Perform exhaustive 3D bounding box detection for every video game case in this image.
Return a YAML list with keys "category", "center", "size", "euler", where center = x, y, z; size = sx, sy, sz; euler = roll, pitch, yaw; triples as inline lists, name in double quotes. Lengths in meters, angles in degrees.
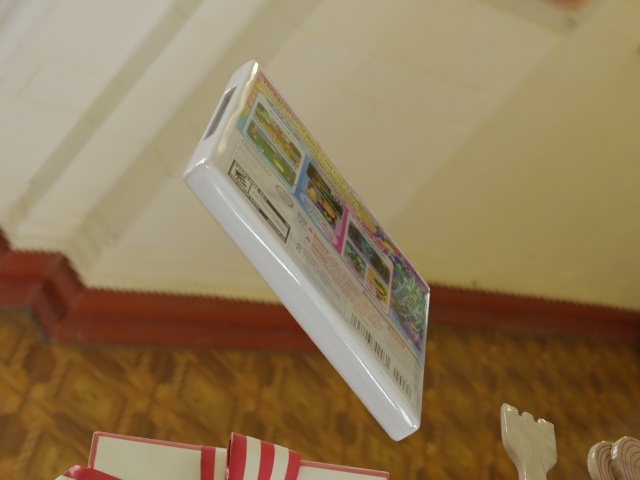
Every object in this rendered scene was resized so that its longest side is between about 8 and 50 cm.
- category: "video game case"
  center: [0.000, 0.000, 0.716]
  size: [0.157, 0.019, 0.143]
  euler: [52, 19, -16]

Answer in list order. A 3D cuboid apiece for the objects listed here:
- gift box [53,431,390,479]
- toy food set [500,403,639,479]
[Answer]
- category: "gift box"
  center: [-0.101, 0.290, 1.155]
  size: [0.276, 0.258, 0.255]
  euler: [4, 74, -7]
- category: "toy food set"
  center: [0.175, 0.133, 0.667]
  size: [0.192, 0.038, 0.132]
  euler: [23, 31, -13]
